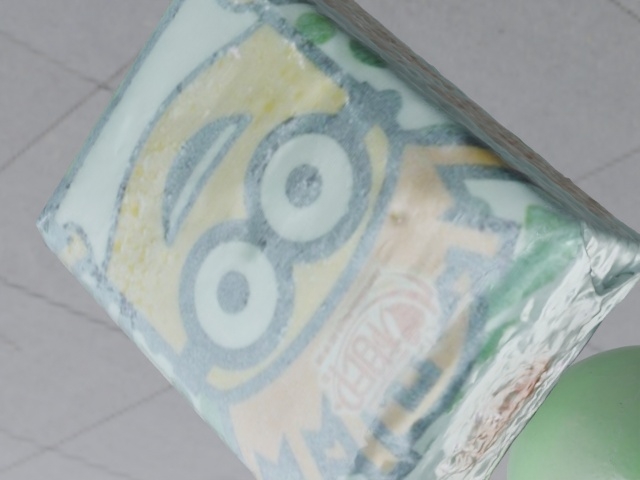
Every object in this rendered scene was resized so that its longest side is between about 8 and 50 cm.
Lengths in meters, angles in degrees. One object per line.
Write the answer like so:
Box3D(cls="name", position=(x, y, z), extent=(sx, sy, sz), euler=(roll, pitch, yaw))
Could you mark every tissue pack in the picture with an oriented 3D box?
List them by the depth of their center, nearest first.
Box3D(cls="tissue pack", position=(0.000, 0.000, 0.788), extent=(0.128, 0.311, 0.228), euler=(10, 119, -54))

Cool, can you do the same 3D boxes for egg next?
Box3D(cls="egg", position=(0.266, 0.193, 1.060), extent=(0.220, 0.220, 0.270), euler=(27, 175, -30))
